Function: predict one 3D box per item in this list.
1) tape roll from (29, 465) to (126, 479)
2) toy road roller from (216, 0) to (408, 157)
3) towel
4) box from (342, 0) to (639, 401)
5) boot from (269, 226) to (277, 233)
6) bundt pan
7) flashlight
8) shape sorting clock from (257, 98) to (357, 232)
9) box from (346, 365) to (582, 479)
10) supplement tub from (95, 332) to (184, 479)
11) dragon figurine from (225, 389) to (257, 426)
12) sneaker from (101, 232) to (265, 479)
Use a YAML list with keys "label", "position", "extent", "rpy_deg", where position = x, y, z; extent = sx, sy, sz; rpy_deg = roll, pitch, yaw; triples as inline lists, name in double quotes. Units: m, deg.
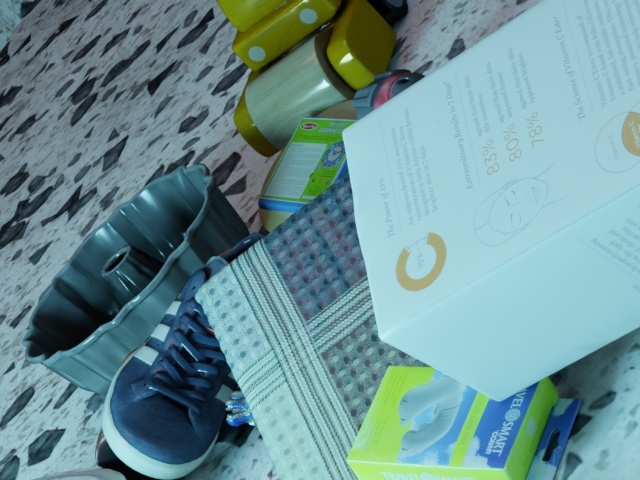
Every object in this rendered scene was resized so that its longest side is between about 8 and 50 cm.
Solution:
- label: "tape roll"
  position: [-0.314, 0.333, 1.888]
  extent: [0.286, 0.100, 0.286]
  rpy_deg: [-19, 9, 3]
- label: "toy road roller"
  position: [-0.042, -0.296, 2.490]
  extent: [0.202, 0.240, 0.329]
  rpy_deg: [-33, 24, 29]
- label: "towel"
  position: [0.055, 0.082, 1.735]
  extent: [0.312, 0.056, 0.324]
  rpy_deg: [-37, 52, 14]
- label: "box"
  position: [0.210, -0.057, 1.469]
  extent: [0.345, 0.168, 0.215]
  rpy_deg: [-32, 49, 28]
- label: "boot"
  position: [0.000, 0.000, 1.868]
  extent: [0.087, 0.042, 0.118]
  rpy_deg: [2, 27, 47]
- label: "bundt pan"
  position: [-0.216, 0.064, 2.320]
  extent: [0.331, 0.124, 0.331]
  rpy_deg: [-37, 23, 19]
- label: "flashlight"
  position: [0.155, -0.153, 2.071]
  extent: [0.103, 0.103, 0.304]
  rpy_deg: [-38, 16, -28]
- label: "shape sorting clock"
  position: [0.003, -0.090, 2.301]
  extent: [0.206, 0.040, 0.206]
  rpy_deg: [-33, 38, 31]
- label: "box"
  position: [0.121, 0.161, 1.571]
  extent: [0.178, 0.042, 0.109]
  rpy_deg: [-2, 46, 34]
- label: "supplement tub"
  position: [-0.183, 0.185, 2.069]
  extent: [0.106, 0.106, 0.198]
  rpy_deg: [-34, 23, 26]
- label: "dragon figurine"
  position: [0.010, 0.084, 1.925]
  extent: [0.289, 0.144, 0.085]
  rpy_deg: [-29, 17, -11]
- label: "sneaker"
  position: [-0.125, 0.108, 1.983]
  extent: [0.148, 0.131, 0.350]
  rpy_deg: [-58, 4, 34]
